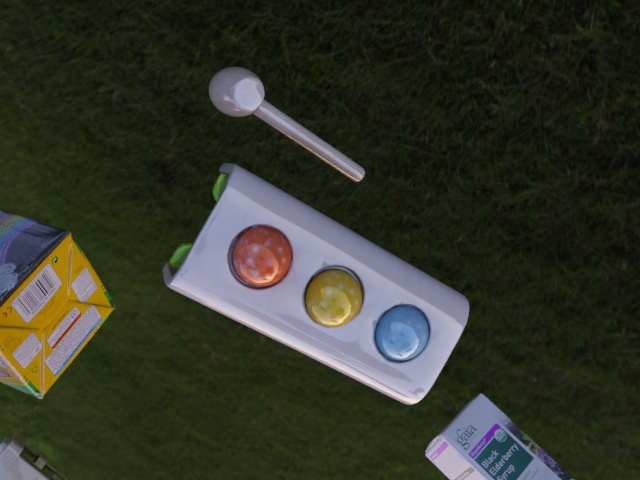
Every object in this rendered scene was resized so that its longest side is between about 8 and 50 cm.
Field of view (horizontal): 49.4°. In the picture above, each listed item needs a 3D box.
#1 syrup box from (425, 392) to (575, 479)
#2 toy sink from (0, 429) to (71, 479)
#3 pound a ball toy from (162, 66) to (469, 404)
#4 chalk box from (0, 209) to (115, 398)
[{"bbox_3d":[0.271,0.339,0.974,0.237,0.093,0.096,44,150,16],"label":"syrup box"},{"bbox_3d":[-0.384,0.325,0.860,0.234,0.131,0.153,42,159,-9],"label":"toy sink"},{"bbox_3d":[0.000,0.000,0.666,0.319,0.136,0.208,30,90,-19],"label":"pound a ball toy"},{"bbox_3d":[-0.357,0.052,0.737,0.213,0.132,0.132,15,142,25],"label":"chalk box"}]
